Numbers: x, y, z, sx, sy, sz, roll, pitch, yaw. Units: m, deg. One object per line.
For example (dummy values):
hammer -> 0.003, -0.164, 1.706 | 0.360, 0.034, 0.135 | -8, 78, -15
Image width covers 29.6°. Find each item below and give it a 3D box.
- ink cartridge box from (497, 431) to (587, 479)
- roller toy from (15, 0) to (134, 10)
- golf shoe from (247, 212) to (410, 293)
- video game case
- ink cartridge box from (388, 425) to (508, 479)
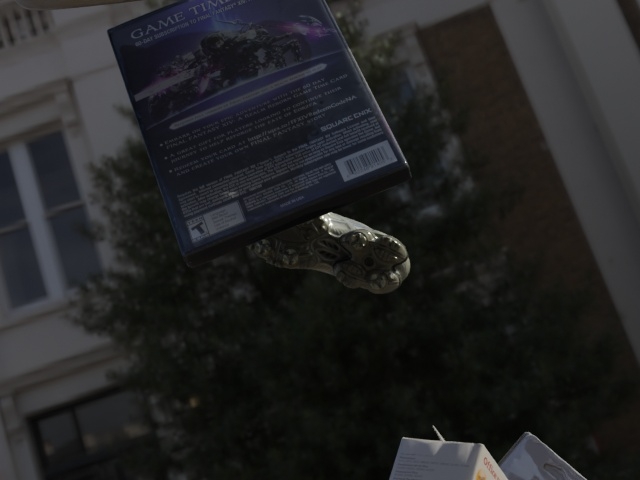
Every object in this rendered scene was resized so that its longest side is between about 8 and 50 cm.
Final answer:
ink cartridge box -> 0.357, 0.386, 1.819 | 0.093, 0.154, 0.212 | -48, -28, -5
roller toy -> -0.162, -0.269, 0.976 | 0.209, 0.146, 0.191 | -5, 15, 6
golf shoe -> 0.000, 0.000, 1.111 | 0.069, 0.176, 0.086 | -66, -12, 7
video game case -> -0.062, -0.122, 1.049 | 0.196, 0.274, 0.026 | -22, -35, -2
ink cartridge box -> 0.120, 0.260, 1.168 | 0.090, 0.143, 0.092 | -1, -37, 32
